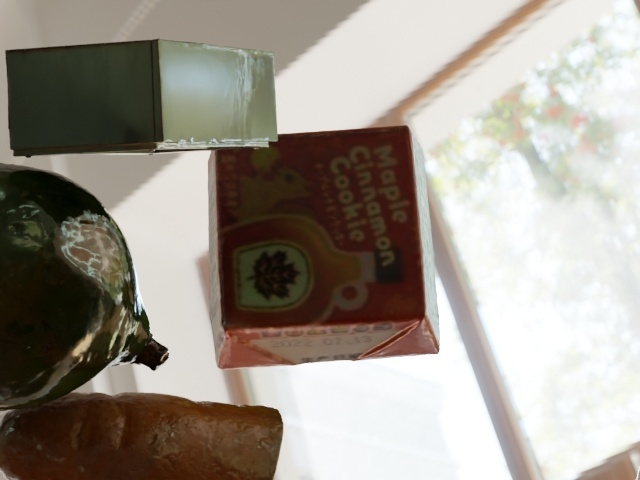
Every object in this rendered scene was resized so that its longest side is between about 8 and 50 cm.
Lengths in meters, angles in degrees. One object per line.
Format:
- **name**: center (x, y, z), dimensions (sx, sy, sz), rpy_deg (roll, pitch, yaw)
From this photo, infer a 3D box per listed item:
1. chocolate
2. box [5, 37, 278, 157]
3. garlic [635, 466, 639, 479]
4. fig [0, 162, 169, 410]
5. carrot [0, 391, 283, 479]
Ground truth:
- **chocolate**: center (0.000, 0.000, 1.419), dimensions (0.234, 0.237, 0.108), rpy_deg (-3, -21, 0)
- **box**: center (-0.136, -0.112, 1.130), dimensions (0.129, 0.086, 0.225), rpy_deg (-1, 4, 21)
- **garlic**: center (0.413, 0.322, 1.438), dimensions (0.199, 0.226, 0.199), rpy_deg (4, -68, 9)
- **fig**: center (-0.226, 0.049, 1.105), dimensions (0.195, 0.195, 0.245), rpy_deg (-30, -40, 19)
- **carrot**: center (-0.165, 0.186, 1.186), dimensions (0.225, 0.159, 0.159), rpy_deg (19, -43, -12)
